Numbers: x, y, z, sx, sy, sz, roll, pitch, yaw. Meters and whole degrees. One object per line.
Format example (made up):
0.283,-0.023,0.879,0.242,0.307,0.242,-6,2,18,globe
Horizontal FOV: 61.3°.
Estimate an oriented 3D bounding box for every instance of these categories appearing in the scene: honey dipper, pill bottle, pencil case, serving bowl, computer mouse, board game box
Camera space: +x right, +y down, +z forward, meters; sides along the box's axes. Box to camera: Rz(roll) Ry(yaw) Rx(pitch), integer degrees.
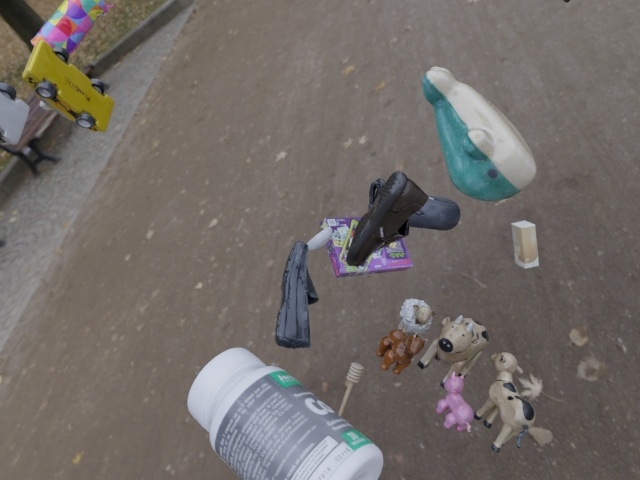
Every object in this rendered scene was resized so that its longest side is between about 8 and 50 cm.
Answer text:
0.058,0.359,1.242,0.030,0.030,0.161,32,104,56,honey dipper
-0.079,0.372,1.028,0.361,0.204,0.204,31,76,32,pill bottle
-0.689,-0.599,1.495,0.236,0.104,0.104,-49,33,-1,pencil case
0.000,0.000,1.361,0.083,0.027,0.083,-37,-5,-4,serving bowl
0.243,-0.051,1.497,0.060,0.261,0.184,-47,-26,-70,computer mouse
0.168,0.017,1.935,0.056,0.346,0.208,-42,60,44,board game box

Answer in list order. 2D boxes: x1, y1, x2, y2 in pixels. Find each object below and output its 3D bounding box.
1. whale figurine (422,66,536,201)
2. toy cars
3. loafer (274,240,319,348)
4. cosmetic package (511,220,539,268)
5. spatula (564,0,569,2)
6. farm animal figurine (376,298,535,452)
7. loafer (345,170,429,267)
0.264,-0.186,0.978,0.141,0.272,0.216,-41,7,28,whale figurine
-0.538,-0.258,0.955,0.087,0.177,0.393,-7,13,24,toy cars
-0.042,0.109,1.093,0.076,0.078,0.223,118,160,-65,loafer
0.542,0.010,1.432,0.041,0.115,0.060,-12,13,-4,cosmetic package
0.618,-0.689,1.418,0.030,0.084,0.297,10,45,1,spatula
0.307,0.248,1.161,0.172,0.330,0.326,-60,-11,19,farm animal figurine
0.108,-0.017,0.905,0.220,0.078,0.080,121,172,-50,loafer
